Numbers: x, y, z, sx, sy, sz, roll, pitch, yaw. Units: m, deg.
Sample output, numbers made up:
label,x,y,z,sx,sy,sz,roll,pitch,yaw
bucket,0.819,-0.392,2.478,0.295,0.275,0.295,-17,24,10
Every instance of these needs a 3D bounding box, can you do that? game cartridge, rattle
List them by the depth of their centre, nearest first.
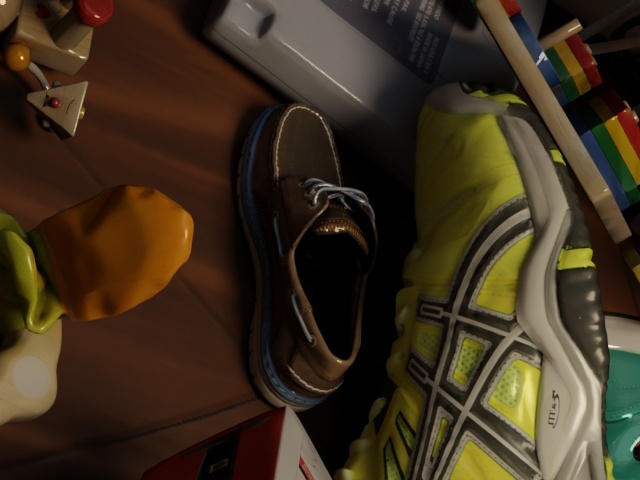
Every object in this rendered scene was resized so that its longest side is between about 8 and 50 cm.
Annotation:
label,x,y,z,sx,sy,sz,roll,pitch,yaw
rattle,-0.182,0.016,0.832,0.199,0.142,0.130,21,75,-36
game cartridge,0.053,-0.176,1.168,0.196,0.060,0.294,34,51,-16

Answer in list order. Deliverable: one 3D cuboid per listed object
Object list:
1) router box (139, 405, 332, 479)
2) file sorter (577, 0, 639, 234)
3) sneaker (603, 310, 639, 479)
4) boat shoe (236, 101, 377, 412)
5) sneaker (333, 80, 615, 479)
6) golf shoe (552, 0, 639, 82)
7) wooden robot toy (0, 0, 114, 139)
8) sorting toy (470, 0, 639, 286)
label,x,y,z,sx,sy,sz,roll,pitch,yaw
router box,0.021,0.263,0.753,0.335,0.082,0.301,63,7,-8
file sorter,0.274,-0.099,1.166,0.193,0.173,0.278,-30,103,-25
sneaker,0.250,0.157,1.104,0.295,0.124,0.178,14,55,-24
boat shoe,0.000,0.000,1.027,0.066,0.066,0.183,12,62,-34
sneaker,0.076,0.090,0.976,0.147,0.145,0.385,-7,66,3
golf shoe,0.235,-0.138,1.277,0.198,0.077,0.094,16,60,-31
wooden robot toy,-0.152,-0.133,0.976,0.079,0.076,0.173,16,59,-19
sorting toy,0.151,-0.067,1.052,0.274,0.046,0.132,62,8,16
